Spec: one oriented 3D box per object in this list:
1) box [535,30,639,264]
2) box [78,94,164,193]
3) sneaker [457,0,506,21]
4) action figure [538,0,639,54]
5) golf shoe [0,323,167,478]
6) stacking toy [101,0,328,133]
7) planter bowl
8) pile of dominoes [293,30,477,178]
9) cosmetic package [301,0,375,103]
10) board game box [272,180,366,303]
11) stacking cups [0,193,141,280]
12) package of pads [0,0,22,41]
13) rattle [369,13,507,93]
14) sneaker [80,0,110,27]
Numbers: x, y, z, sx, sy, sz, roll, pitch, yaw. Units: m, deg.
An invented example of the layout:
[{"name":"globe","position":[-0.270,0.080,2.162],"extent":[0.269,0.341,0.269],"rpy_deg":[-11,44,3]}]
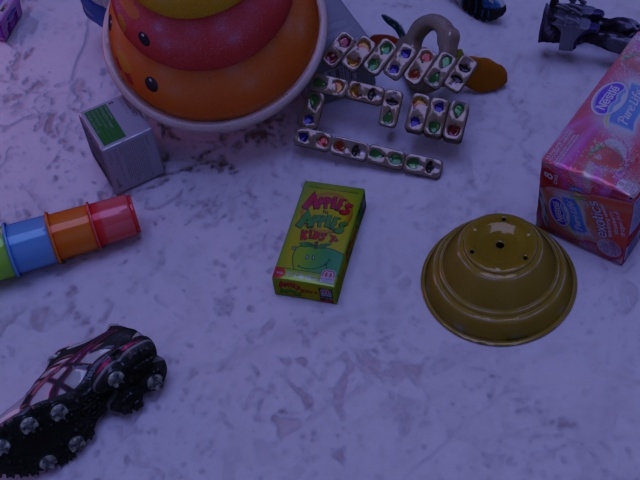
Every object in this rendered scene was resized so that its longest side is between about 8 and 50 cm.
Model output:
[{"name":"box","position":[0.441,-0.137,1.584],"extent":[0.142,0.154,0.300],"rpy_deg":[27,61,24]},{"name":"box","position":[-0.306,-0.150,1.716],"extent":[0.087,0.102,0.101],"rpy_deg":[-26,53,-15]},{"name":"sneaker","position":[0.258,-0.446,1.901],"extent":[0.083,0.071,0.190],"rpy_deg":[-31,55,-23]},{"name":"action figure","position":[0.494,-0.321,1.758],"extent":[0.284,0.099,0.185],"rpy_deg":[15,47,13]},{"name":"golf shoe","position":[-0.336,0.209,1.459],"extent":[0.272,0.105,0.120],"rpy_deg":[-31,39,-24]},{"name":"stacking toy","position":[-0.178,-0.392,1.525],"extent":[0.350,0.480,0.351],"rpy_deg":[-2,70,4]},{"name":"planter bowl","position":[0.244,0.029,1.519],"extent":[0.217,0.090,0.217],"rpy_deg":[-4,52,5]},{"name":"pile of dominoes","position":[0.100,-0.213,1.683],"extent":[0.251,0.040,0.196],"rpy_deg":[14,86,8]},{"name":"cosmetic package","position":[-0.016,-0.343,1.833],"extent":[0.127,0.107,0.238],"rpy_deg":[-22,51,-8]},{"name":"board game box","position":[0.000,0.000,1.600],"extent":[0.092,0.043,0.181],"rpy_deg":[8,54,13]},{"name":"stacking cups","position":[-0.424,0.001,1.627],"extent":[0.316,0.096,0.096],"rpy_deg":[-18,52,-12]},{"name":"package of pads","position":[-0.560,-0.398,1.971],"extent":[0.031,0.050,0.083],"rpy_deg":[11,54,8]},{"name":"rattle","position":[0.189,-0.309,1.808],"extent":[0.142,0.130,0.199],"rpy_deg":[-14,19,-25]},{"name":"sneaker","position":[-0.255,-0.363,1.861],"extent":[0.329,0.147,0.130],"rpy_deg":[27,63,1]}]
